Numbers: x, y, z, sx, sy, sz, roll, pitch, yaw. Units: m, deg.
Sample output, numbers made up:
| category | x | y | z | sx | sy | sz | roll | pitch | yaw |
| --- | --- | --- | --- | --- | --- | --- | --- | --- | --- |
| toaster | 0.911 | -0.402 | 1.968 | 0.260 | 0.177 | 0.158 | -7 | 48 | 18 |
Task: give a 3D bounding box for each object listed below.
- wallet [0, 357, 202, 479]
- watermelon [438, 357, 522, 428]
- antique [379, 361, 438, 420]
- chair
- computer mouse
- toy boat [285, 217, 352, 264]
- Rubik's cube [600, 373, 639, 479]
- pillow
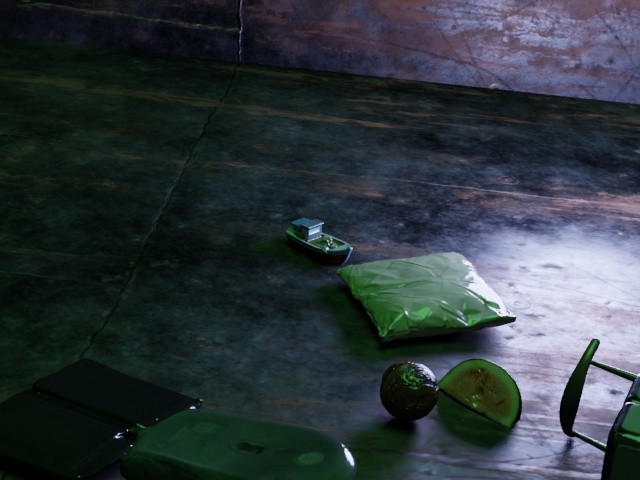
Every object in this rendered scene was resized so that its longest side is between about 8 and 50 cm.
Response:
| category | x | y | z | sx | sy | sz | roll | pitch | yaw |
| --- | --- | --- | --- | --- | --- | --- | --- | --- | --- |
| wallet | -0.370 | 0.279 | 1.953 | 0.247 | 0.041 | 0.323 | 17 | 25 | 22 |
| watermelon | 0.291 | 0.256 | 2.125 | 0.163 | 0.087 | 0.069 | 29 | -3 | 36 |
| antique | 0.147 | 0.250 | 2.042 | 0.104 | 0.104 | 0.104 | 4 | 26 | -2 |
| chair | 0.536 | 0.266 | 1.992 | 0.272 | 0.188 | 0.166 | 18 | 28 | 18 |
| computer mouse | -0.123 | 0.338 | 1.789 | 0.371 | 0.122 | 0.188 | 10 | 23 | 26 |
| toy boat | 0.000 | 0.000 | 2.576 | 0.069 | 0.059 | 0.173 | -20 | 35 | -41 |
| Rubik's cube | 0.552 | 0.351 | 1.627 | 0.344 | 0.344 | 0.337 | 14 | 26 | 21 |
| pillow | 0.200 | 0.098 | 2.392 | 0.274 | 0.076 | 0.281 | -5 | 27 | -16 |
